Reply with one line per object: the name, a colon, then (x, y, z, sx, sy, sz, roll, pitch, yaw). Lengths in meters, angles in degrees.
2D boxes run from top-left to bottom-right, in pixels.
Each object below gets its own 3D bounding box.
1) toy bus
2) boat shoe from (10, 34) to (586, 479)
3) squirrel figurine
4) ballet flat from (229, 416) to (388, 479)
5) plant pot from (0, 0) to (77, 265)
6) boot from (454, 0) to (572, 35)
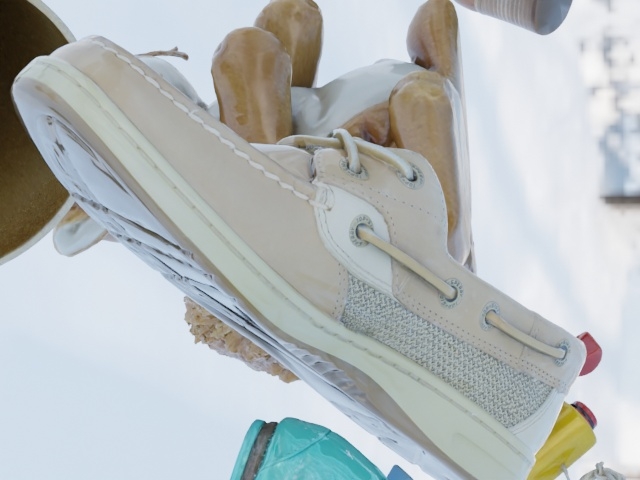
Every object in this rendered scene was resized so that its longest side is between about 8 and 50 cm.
toy bus: (0.137, 0.126, 1.409, 0.104, 0.202, 0.191, 59, 30, -31)
boat shoe: (0.000, 0.000, 0.827, 0.341, 0.121, 0.110, 41, 80, -36)
squirrel figurine: (-0.049, -0.017, 1.587, 0.281, 0.370, 0.397, -82, 166, -61)
ballet flat: (-0.032, 0.193, 0.702, 0.083, 0.087, 0.247, 73, 39, -75)
plant pot: (-0.308, -0.130, 1.296, 0.254, 0.237, 0.237, -127, -156, -56)
boot: (0.162, -0.355, 1.663, 0.109, 0.220, 0.283, -27, 137, -39)
